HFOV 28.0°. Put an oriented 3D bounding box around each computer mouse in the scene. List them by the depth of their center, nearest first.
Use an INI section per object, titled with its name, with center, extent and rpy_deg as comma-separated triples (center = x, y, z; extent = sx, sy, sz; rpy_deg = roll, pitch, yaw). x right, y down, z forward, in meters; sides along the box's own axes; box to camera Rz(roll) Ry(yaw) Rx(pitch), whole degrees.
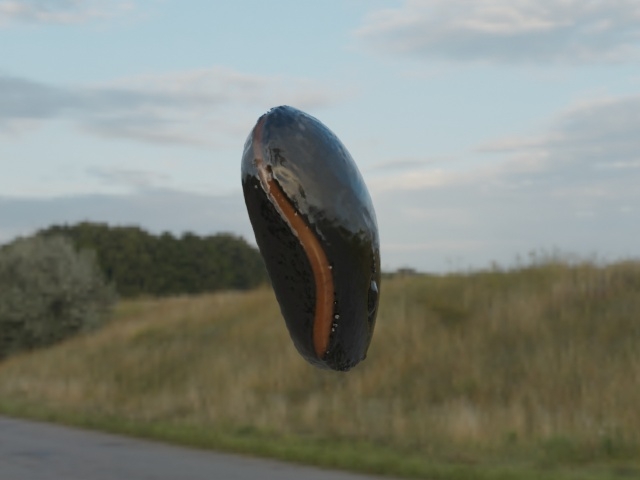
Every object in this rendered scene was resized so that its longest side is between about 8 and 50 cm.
[computer mouse]
center = 0.004, -0.001, 1.478
extent = 0.116, 0.323, 0.183
rpy_deg = -9, 20, 25
